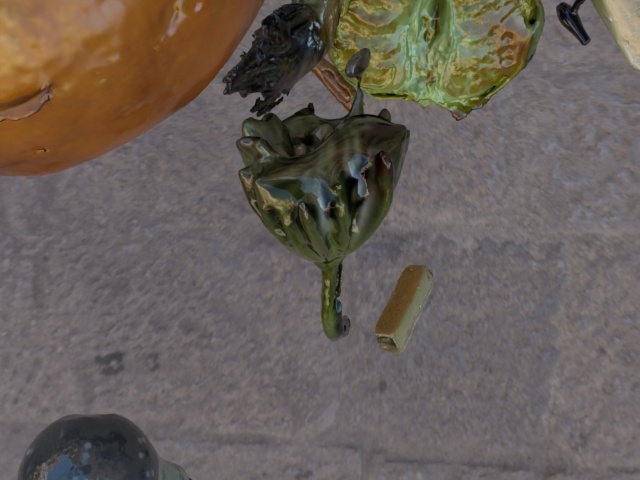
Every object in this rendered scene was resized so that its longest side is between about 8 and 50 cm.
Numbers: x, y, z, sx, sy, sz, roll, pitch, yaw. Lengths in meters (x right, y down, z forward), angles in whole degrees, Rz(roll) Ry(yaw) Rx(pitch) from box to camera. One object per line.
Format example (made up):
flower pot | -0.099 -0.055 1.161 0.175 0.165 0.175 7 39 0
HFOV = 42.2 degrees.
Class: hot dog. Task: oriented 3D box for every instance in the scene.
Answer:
hot dog | 0.026 -0.277 1.455 0.044 0.028 0.137 -42 86 30

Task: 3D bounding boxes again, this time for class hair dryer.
hair dryer | 0.406 -0.355 1.290 0.031 0.083 0.079 -23 71 -23

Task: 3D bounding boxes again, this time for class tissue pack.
tissue pack | 0.419 -0.364 1.117 0.125 0.234 0.159 -26 125 19

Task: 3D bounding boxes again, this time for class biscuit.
biscuit | 0.150 0.119 1.457 0.052 0.188 0.056 0 129 32

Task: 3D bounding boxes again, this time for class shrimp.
shrimp | -0.046 -0.308 1.029 0.071 0.365 0.233 6 125 21

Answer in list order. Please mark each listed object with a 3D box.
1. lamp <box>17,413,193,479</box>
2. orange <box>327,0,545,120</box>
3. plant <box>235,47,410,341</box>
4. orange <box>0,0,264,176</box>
lamp | -0.264 0.335 1.158 0.313 0.182 0.182 18 107 -43
orange | 0.181 -0.349 1.304 0.334 0.263 0.196 6 61 6
plant | 0.035 -0.001 0.881 0.180 0.251 0.334 -14 115 13
orange | -0.156 -0.170 0.372 0.283 0.226 0.284 -1 112 -3
